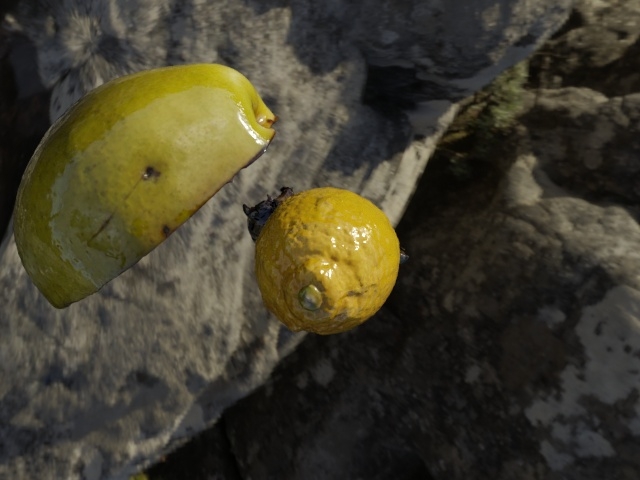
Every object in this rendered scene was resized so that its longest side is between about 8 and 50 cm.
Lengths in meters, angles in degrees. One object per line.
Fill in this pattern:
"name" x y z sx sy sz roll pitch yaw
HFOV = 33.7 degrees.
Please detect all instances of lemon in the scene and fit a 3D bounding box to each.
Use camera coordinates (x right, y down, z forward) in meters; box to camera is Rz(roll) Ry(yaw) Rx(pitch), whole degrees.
"lemon" 0.004 0.021 1.015 0.142 0.187 0.142 3 107 9

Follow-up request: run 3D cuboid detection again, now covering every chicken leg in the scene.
"chicken leg" 0.000 0.000 1.263 0.253 0.106 0.051 20 54 -44

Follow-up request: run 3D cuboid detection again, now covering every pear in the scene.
"pear" -0.257 -0.101 1.372 0.386 0.340 0.191 -40 106 9
